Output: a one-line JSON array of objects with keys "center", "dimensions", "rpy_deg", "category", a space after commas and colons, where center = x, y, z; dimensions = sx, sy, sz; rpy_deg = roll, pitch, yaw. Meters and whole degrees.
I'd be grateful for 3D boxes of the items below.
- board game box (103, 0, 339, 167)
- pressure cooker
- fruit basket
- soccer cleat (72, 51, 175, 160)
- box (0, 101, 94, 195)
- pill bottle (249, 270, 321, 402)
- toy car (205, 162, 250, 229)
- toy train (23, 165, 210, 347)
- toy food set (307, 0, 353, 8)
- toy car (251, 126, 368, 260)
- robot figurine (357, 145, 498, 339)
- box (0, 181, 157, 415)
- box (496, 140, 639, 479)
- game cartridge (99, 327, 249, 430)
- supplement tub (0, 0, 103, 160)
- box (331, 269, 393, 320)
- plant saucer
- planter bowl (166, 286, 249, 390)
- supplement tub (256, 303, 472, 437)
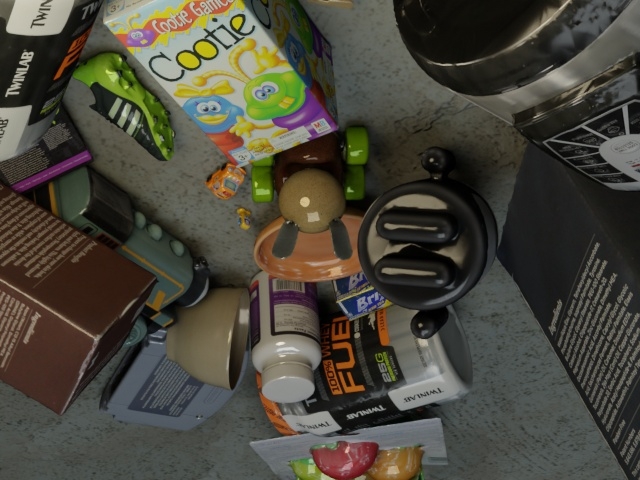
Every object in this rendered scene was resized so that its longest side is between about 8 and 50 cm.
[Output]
[{"center": [-0.106, -0.231, 1.313], "dimensions": [0.144, 0.142, 0.275], "rpy_deg": [-20, 141, 19], "category": "board game box"}, {"center": [0.334, -0.245, 1.157], "dimensions": [0.420, 0.370, 0.375], "rpy_deg": [23, 108, -33], "category": "pressure cooker"}, {"center": [0.061, 0.370, 2.092], "dimensions": [0.327, 0.165, 0.353], "rpy_deg": [-8, 151, 6], "category": "fruit basket"}, {"center": [-0.243, -0.166, 1.465], "dimensions": [0.072, 0.060, 0.179], "rpy_deg": [-9, 138, 22], "category": "soccer cleat"}, {"center": [-0.371, -0.133, 1.482], "dimensions": [0.116, 0.029, 0.162], "rpy_deg": [-26, 144, -6], "category": "box"}, {"center": [-0.053, 0.145, 1.782], "dimensions": [0.108, 0.193, 0.108], "rpy_deg": [-3, 144, -2], "category": "pill bottle"}, {"center": [-0.112, -0.058, 1.631], "dimensions": [0.060, 0.040, 0.122], "rpy_deg": [-21, 140, 20], "category": "toy car"}, {"center": [-0.305, 0.028, 1.656], "dimensions": [0.190, 0.142, 0.334], "rpy_deg": [-32, 137, 18], "category": "toy train"}, {"center": [0.025, -0.320, 1.313], "dimensions": [0.078, 0.019, 0.122], "rpy_deg": [6, 134, -15], "category": "toy food set"}, {"center": [-0.012, -0.047, 1.531], "dimensions": [0.155, 0.188, 0.149], "rpy_deg": [-2, 143, -4], "category": "toy car"}, {"center": [0.151, 0.001, 1.563], "dimensions": [0.209, 0.173, 0.278], "rpy_deg": [-49, 172, 14], "category": "robot figurine"}, {"center": [-0.419, 0.032, 1.447], "dimensions": [0.381, 0.191, 0.143], "rpy_deg": [30, 116, 3], "category": "box"}, {"center": [0.543, 0.056, 1.405], "dimensions": [0.480, 0.471, 0.297], "rpy_deg": [-16, 144, -14], "category": "box"}, {"center": [-0.243, 0.233, 2.001], "dimensions": [0.198, 0.062, 0.297], "rpy_deg": [10, 141, -25], "category": "game cartridge"}, {"center": [-0.336, -0.254, 1.203], "dimensions": [0.207, 0.207, 0.338], "rpy_deg": [13, 141, -22], "category": "supplement tub"}, {"center": [0.105, 0.060, 1.785], "dimensions": [0.169, 0.054, 0.059], "rpy_deg": [-23, 137, 12], "category": "box"}, {"center": [0.000, 0.000, 1.708], "dimensions": [0.200, 0.037, 0.200], "rpy_deg": [-6, 150, -3], "category": "plant saucer"}, {"center": [-0.178, 0.147, 1.813], "dimensions": [0.109, 0.162, 0.162], "rpy_deg": [7, 144, 5], "category": "planter bowl"}, {"center": [0.069, 0.201, 1.873], "dimensions": [0.316, 0.193, 0.193], "rpy_deg": [-21, 141, 19], "category": "supplement tub"}]
